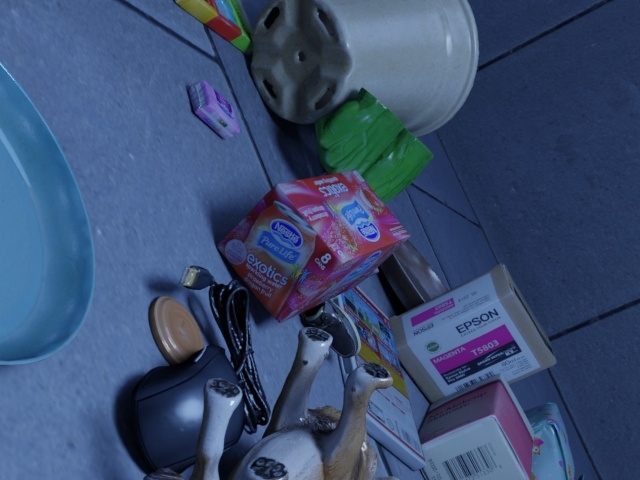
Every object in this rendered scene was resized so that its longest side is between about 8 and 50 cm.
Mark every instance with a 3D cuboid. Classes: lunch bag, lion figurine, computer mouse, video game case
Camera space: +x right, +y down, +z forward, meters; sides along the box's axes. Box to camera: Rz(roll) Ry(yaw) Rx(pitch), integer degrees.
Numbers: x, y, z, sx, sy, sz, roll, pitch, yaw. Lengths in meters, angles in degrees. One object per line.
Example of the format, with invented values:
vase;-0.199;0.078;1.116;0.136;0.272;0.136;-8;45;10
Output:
lunch bag;0.441;0.477;1.860;0.223;0.160;0.262;3;73;-75
lion figurine;-0.043;0.226;0.806;0.142;0.240;0.392;26;19;26
computer mouse;-0.103;0.110;0.888;0.262;0.060;0.184;-1;76;-72
video game case;0.080;0.190;1.431;0.204;0.025;0.285;46;24;-44

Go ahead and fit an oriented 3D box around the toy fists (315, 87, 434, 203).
toy fists;0.081;-0.149;1.564;0.096;0.142;0.279;44;6;29

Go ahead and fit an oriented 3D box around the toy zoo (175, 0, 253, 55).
toy zoo;-0.204;-0.435;1.525;0.293;0.030;0.192;20;45;-67

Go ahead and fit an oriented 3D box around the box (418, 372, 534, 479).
box;0.255;0.329;1.526;0.127;0.149;0.232;62;16;-1

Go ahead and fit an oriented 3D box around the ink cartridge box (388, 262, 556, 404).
ink cartridge box;0.264;0.178;1.634;0.193;0.235;0.088;52;18;-31

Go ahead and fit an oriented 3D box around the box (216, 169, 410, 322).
box;0.000;0.000;1.210;0.128;0.122;0.257;51;23;10

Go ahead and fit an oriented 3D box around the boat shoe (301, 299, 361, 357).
boat shoe;-0.002;0.101;1.279;0.152;0.056;0.049;53;23;3

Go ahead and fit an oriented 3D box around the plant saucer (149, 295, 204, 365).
plant saucer;-0.141;0.093;0.932;0.083;0.013;0.083;55;18;-27

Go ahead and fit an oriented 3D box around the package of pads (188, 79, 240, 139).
package of pads;-0.148;-0.182;1.302;0.083;0.032;0.050;40;30;-53

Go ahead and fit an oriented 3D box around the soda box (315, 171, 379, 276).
soda box;0.030;-0.019;1.544;0.183;0.058;0.063;66;16;14

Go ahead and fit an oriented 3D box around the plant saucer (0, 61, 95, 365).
plant saucer;-0.282;-0.049;0.674;0.317;0.044;0.317;53;19;-28

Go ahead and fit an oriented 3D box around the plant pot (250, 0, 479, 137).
plant pot;0.054;-0.328;1.635;0.305;0.334;0.334;-16;79;-47

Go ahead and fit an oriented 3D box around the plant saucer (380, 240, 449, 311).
plant saucer;0.200;0.103;1.817;0.310;0.050;0.310;50;13;-16
